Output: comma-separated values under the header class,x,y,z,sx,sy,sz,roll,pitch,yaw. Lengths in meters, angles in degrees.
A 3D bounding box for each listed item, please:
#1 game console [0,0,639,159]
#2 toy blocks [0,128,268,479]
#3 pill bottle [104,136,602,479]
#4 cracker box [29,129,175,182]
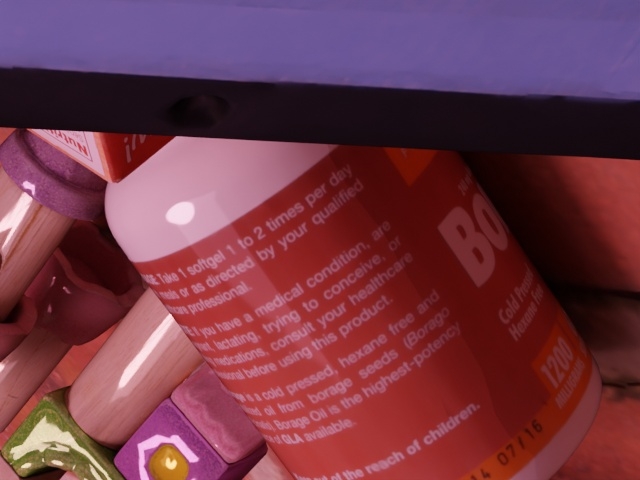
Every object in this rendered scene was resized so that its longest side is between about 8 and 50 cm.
class,x,y,z,sx,sy,sz,roll,pitch,yaw
game console,0.016,-0.109,0.225,0.342,0.386,0.060,129,138,-62
toy blocks,-0.087,0.088,0.677,0.288,0.309,0.260,47,111,14
pill bottle,0.000,0.000,0.577,0.216,0.121,0.121,55,150,-15
cracker box,-0.039,-0.149,0.402,0.067,0.155,0.232,31,148,29
